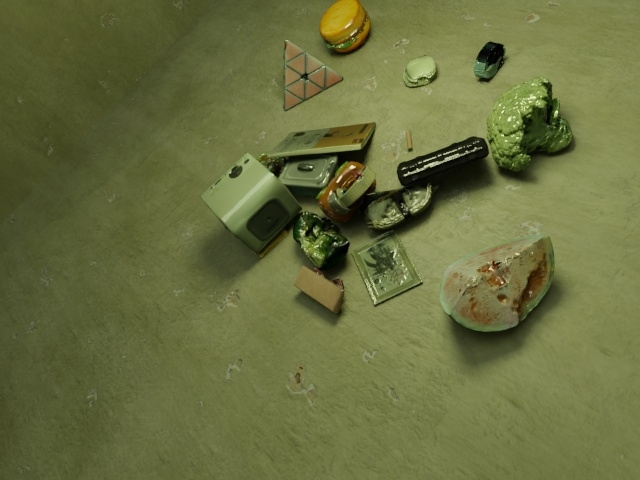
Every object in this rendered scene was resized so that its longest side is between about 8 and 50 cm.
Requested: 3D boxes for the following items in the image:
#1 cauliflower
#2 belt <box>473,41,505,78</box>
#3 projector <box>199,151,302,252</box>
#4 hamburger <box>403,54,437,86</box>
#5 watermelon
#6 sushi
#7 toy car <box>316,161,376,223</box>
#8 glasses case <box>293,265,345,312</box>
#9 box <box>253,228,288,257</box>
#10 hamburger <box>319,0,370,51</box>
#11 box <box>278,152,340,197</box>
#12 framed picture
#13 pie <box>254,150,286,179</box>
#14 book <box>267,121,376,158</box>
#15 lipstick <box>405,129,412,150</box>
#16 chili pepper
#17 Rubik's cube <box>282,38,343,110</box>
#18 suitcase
[{"bbox_3d":[0.660,-0.363,1.360,0.250,0.275,0.272,22,33,-1],"label":"cauliflower"},{"bbox_3d":[0.624,-0.666,1.603,0.058,0.105,0.140,32,85,42],"label":"belt"},{"bbox_3d":[-0.256,-0.141,1.614,0.249,0.248,0.248,-45,54,-3],"label":"projector"},{"bbox_3d":[0.405,-0.689,1.758,0.140,0.062,0.133,1,63,25],"label":"hamburger"},{"bbox_3d":[0.477,0.126,1.185,0.322,0.188,0.175,-28,97,2],"label":"watermelon"},{"bbox_3d":[0.278,-0.107,1.447,0.273,0.134,0.109,-12,73,-1],"label":"sushi"},{"bbox_3d":[0.103,-0.171,1.476,0.235,0.145,0.235,-49,8,9],"label":"toy car"},{"bbox_3d":[0.011,0.148,1.430,0.194,0.070,0.102,28,96,35],"label":"glasses case"},{"bbox_3d":[-0.200,0.000,1.674,0.149,0.020,0.073,-43,52,-2],"label":"box"},{"bbox_3d":[0.121,-0.989,2.022,0.246,0.170,0.246,-16,60,32],"label":"hamburger"},{"bbox_3d":[-0.035,-0.256,1.677,0.227,0.130,0.162,8,66,32],"label":"box"},{"bbox_3d":[0.212,0.082,1.415,0.173,0.010,0.231,-29,52,9],"label":"framed picture"},{"bbox_3d":[-0.239,-0.284,1.849,0.241,0.054,0.240,-12,59,20],"label":"pie"},{"bbox_3d":[0.008,-0.398,1.715,0.389,0.032,0.269,-2,32,21],"label":"book"},{"bbox_3d":[0.334,-0.377,1.630,0.019,0.019,0.094,-12,56,21],"label":"lipstick"},{"bbox_3d":[0.002,0.001,1.524,0.148,0.116,0.264,-50,50,7],"label":"chili pepper"},{"bbox_3d":[-0.077,-0.775,2.009,0.229,0.233,0.228,-26,87,56],"label":"Rubik's cube"},{"bbox_3d":[0.395,-0.265,1.429,0.286,0.066,0.206,-19,10,16],"label":"suitcase"}]
